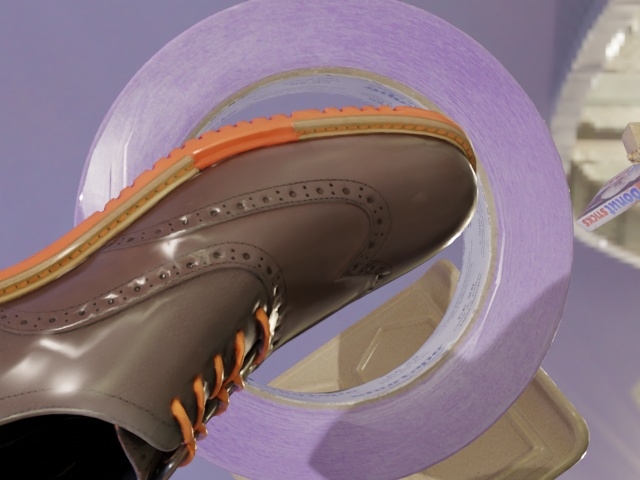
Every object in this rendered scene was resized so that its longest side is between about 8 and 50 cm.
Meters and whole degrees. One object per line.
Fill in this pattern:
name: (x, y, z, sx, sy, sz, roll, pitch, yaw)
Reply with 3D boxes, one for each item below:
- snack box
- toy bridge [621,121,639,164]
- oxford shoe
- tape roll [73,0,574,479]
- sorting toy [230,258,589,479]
snack box: (0.318, -0.058, 1.554, 0.064, 0.022, 0.178, -48, 2, -23)
toy bridge: (0.365, -0.082, 1.406, 0.026, 0.188, 0.063, 102, 159, -53)
oxford shoe: (-0.051, 0.039, 0.526, 0.098, 0.271, 0.097, 51, 159, 39)
tape roll: (0.000, 0.000, 0.884, 0.090, 0.274, 0.275, 158, 115, -84)
sorting toy: (0.033, 0.118, 1.151, 0.307, 0.229, 0.041, 53, -179, 44)
